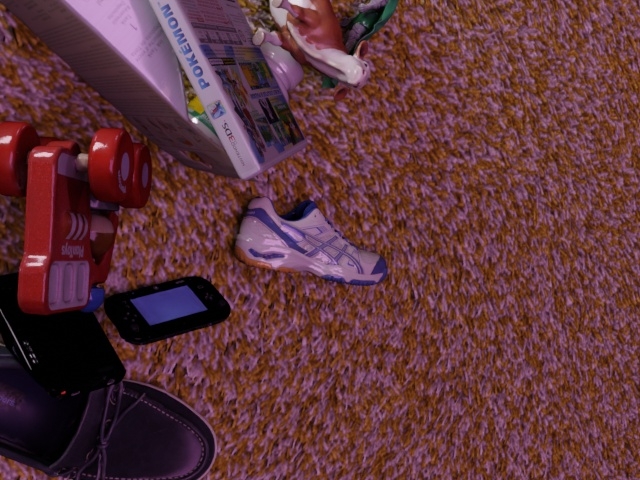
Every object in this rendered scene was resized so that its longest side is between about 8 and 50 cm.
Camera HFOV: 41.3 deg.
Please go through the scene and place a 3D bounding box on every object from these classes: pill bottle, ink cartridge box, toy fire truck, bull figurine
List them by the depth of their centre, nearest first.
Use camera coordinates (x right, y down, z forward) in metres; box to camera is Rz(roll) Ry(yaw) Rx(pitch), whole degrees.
[{"bbox_3d":[-0.345,-0.024,1.187,0.169,0.302,0.254,4,88,1],"label":"toy fire truck"},{"bbox_3d":[-0.253,-0.244,1.193,0.385,0.308,0.091,42,78,-27],"label":"ink cartridge box"},{"bbox_3d":[-0.033,-0.358,1.337,0.101,0.310,0.188,-39,150,27],"label":"bull figurine"},{"bbox_3d":[-0.126,-0.224,1.375,0.208,0.117,0.117,-47,116,-15],"label":"pill bottle"}]

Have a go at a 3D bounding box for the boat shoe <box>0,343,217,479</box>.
[{"bbox_3d":[-0.368,0.283,1.296,0.500,0.156,0.187,29,81,-30],"label":"boat shoe"}]

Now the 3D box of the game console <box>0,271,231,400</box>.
[{"bbox_3d":[-0.308,0.111,1.306,0.361,0.213,0.044,-13,146,-43],"label":"game console"}]

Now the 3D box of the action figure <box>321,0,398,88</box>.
[{"bbox_3d":[0.076,-0.379,1.478,0.063,0.137,0.232,39,69,-15],"label":"action figure"}]

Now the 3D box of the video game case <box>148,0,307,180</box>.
[{"bbox_3d":[-0.123,-0.241,1.160,0.036,0.329,0.300,-25,97,13],"label":"video game case"}]

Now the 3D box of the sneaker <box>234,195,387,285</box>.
[{"bbox_3d":[0.000,0.000,1.481,0.296,0.112,0.131,12,91,-30],"label":"sneaker"}]
